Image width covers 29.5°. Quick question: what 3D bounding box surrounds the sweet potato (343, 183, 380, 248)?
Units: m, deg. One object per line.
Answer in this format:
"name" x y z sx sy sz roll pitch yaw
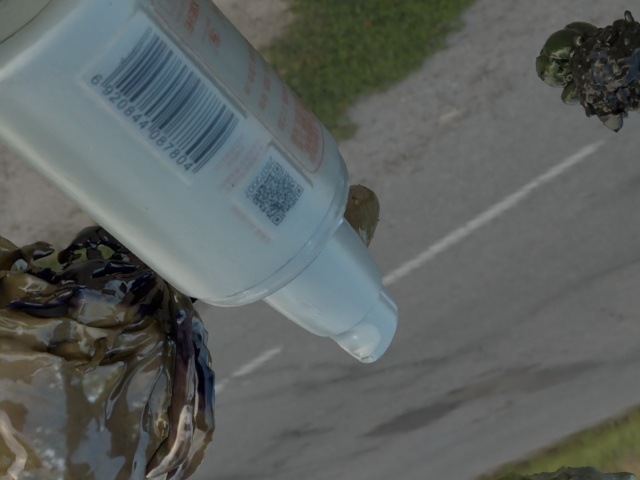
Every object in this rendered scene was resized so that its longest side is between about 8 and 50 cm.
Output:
"sweet potato" 0.000 0.000 1.207 0.077 0.077 0.244 -29 -178 32

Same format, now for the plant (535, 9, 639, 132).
"plant" 0.213 -0.131 0.909 0.085 0.087 0.174 -12 -165 -12

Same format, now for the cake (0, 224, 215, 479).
"cake" -0.243 0.120 1.186 0.321 0.332 0.332 -28 159 8

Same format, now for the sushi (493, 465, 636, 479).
"sushi" 0.147 0.276 0.955 0.274 0.139 0.184 -31 178 -9

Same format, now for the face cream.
"face cream" -0.043 -0.027 0.531 0.101 0.101 0.252 -25 132 23
